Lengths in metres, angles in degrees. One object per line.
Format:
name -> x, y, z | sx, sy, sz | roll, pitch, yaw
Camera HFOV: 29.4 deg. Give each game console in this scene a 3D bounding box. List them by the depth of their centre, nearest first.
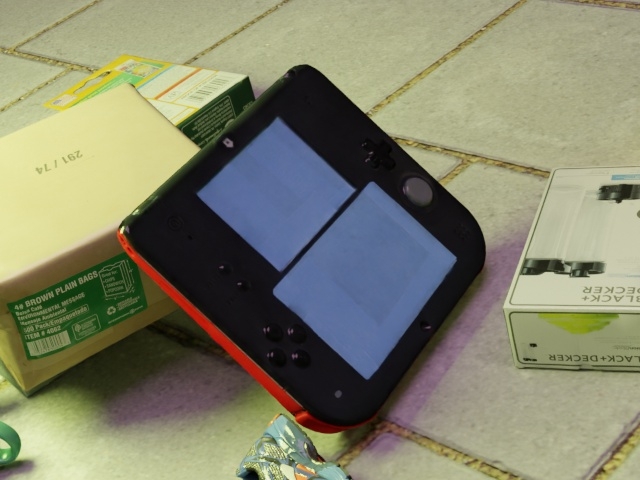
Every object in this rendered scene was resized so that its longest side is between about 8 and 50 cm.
game console -> 0.000, 0.000, 1.407 | 0.060, 0.342, 0.386 | -39, 7, 49

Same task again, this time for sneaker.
sneaker -> -0.011, 0.261, 1.221 | 0.087, 0.083, 0.221 | -40, 32, -12

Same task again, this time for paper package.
paper package -> -0.296, -0.020, 1.513 | 0.324, 0.168, 0.309 | -27, 40, -20

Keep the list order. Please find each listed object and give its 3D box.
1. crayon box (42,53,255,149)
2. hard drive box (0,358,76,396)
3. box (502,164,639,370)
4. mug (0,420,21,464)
crayon box -> -0.288, -0.219, 2.063 | 0.323, 0.083, 0.203 | 16, 44, 40
hard drive box -> -0.384, 0.086, 1.630 | 0.181, 0.089, 0.232 | -33, 36, -26
box -> 0.327, 0.025, 1.409 | 0.169, 0.087, 0.290 | 0, 36, 25
mug -> -0.445, 0.235, 1.419 | 0.157, 0.097, 0.129 | -31, 35, -22
